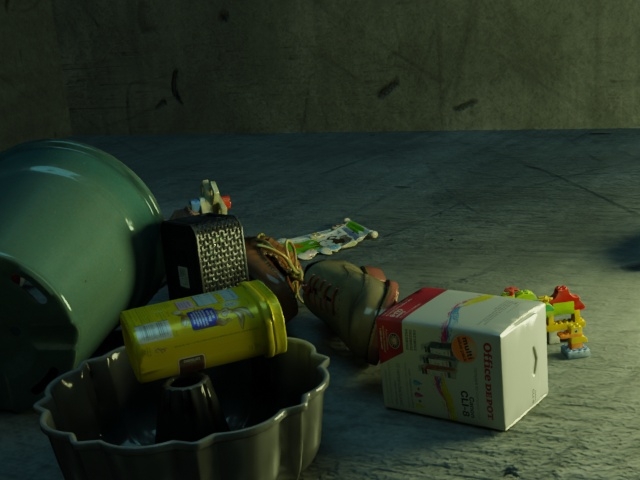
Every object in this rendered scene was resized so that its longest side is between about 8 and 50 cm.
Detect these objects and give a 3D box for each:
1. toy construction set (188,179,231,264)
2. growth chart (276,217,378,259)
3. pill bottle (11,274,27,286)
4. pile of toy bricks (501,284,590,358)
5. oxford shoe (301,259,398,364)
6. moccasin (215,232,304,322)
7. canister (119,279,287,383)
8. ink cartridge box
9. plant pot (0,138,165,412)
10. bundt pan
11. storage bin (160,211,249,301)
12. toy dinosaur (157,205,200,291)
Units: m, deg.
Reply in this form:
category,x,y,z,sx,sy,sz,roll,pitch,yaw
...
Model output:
category,x,y,z,sx,sy,sz,roll,pitch,yaw
toy construction set,-0.318,-0.003,2.002,0.328,0.151,0.215,-21,18,-15
growth chart,0.000,0.000,2.084,0.237,0.021,0.172,-14,18,-27
pill bottle,-0.630,0.067,1.936,0.086,0.086,0.152,5,19,36
pile of toy bricks,0.275,0.112,1.388,0.212,0.105,0.118,-7,15,-5
oxford shoe,0.032,0.097,1.454,0.130,0.122,0.348,16,3,-6
moccasin,-0.086,0.059,1.701,0.147,0.139,0.380,-17,7,-8
canister,-0.138,0.105,1.160,0.170,0.073,0.126,-11,16,-16
ink cartridge box,0.181,0.144,1.258,0.176,0.128,0.127,5,18,36
plant pot,-0.427,0.062,1.478,0.341,0.341,0.334,-4,23,7
bundt pan,-0.145,0.213,1.132,0.331,0.124,0.331,-6,15,2
storage bin,-0.178,0.053,1.556,0.084,0.180,0.122,-14,12,-33
toy dinosaur,-0.239,0.007,1.761,0.127,0.295,0.200,15,54,-11
